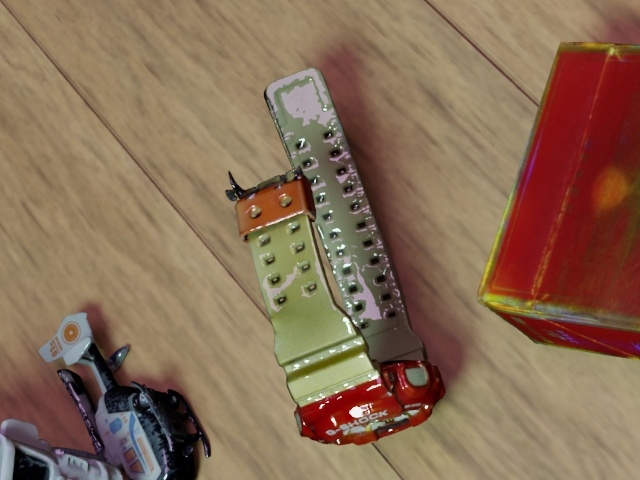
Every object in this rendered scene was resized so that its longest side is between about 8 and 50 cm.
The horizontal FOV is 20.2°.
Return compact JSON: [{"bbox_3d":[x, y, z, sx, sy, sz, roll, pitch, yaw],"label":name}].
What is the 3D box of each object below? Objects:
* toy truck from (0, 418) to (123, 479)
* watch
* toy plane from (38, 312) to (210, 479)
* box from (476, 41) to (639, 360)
[{"bbox_3d":[-0.318,0.220,1.276,0.363,0.178,0.176,-8,65,30],"label":"toy truck"},{"bbox_3d":[0.001,0.006,1.219,0.102,0.165,0.268,-22,83,16],"label":"watch"},{"bbox_3d":[-0.145,0.129,1.319,0.078,0.053,0.197,-42,61,16],"label":"toy plane"},{"bbox_3d":[0.271,-0.017,1.128,0.313,0.089,0.197,8,74,39],"label":"box"}]
